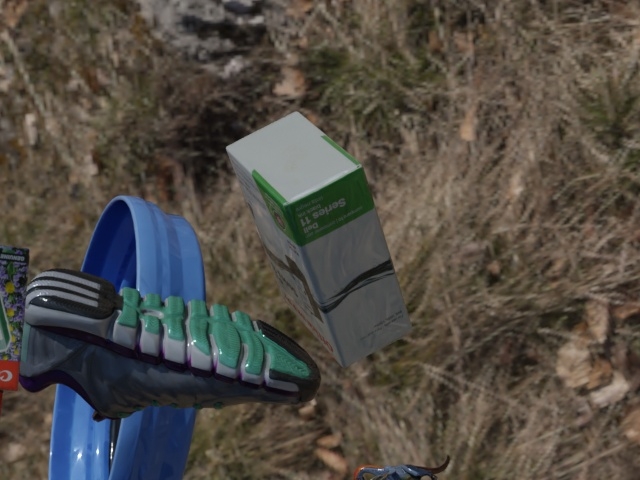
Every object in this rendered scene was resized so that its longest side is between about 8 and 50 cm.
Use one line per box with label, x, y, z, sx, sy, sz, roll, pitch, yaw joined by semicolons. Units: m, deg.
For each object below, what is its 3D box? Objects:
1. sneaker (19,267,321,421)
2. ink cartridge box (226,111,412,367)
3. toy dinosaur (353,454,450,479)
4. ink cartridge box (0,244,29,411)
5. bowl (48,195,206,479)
sneaker;-0.115;0.096;0.825;0.083;0.223;0.098;-95;25;-67
ink cartridge box;0.000;0.000;1.108;0.153;0.086;0.208;44;158;53
toy dinosaur;0.079;0.250;1.172;0.082;0.090;0.047;19;117;23
ink cartridge box;-0.191;0.058;0.589;0.029;0.062;0.115;-16;69;57
bowl;-0.209;0.150;1.183;0.391;0.077;0.391;-170;90;-69
